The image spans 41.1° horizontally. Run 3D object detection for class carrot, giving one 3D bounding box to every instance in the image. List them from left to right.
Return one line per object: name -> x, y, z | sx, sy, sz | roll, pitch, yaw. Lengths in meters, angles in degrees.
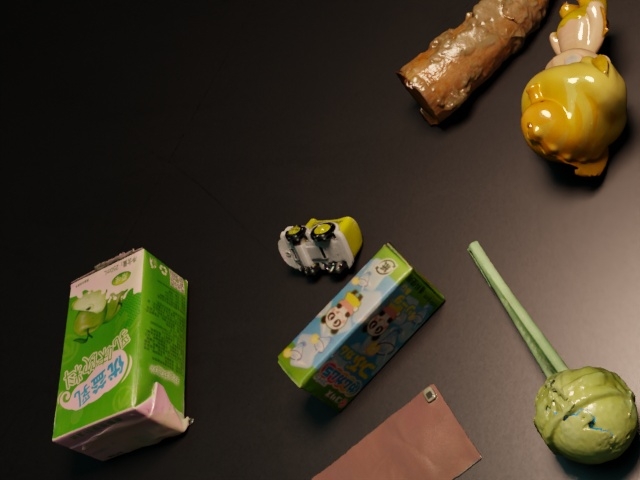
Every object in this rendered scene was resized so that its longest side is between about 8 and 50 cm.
carrot -> 0.225, -0.273, 1.168 | 0.263, 0.102, 0.102 | -40, 44, -2

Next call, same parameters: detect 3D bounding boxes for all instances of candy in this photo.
candy -> 0.050, 0.105, 1.020 | 0.194, 0.097, 0.062 | -47, 48, 1
candy -> 0.227, 0.099, 0.918 | 0.335, 0.092, 0.093 | -112, 35, -50

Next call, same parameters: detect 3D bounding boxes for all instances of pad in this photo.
pad -> 0.079, 0.256, 0.956 | 0.188, 0.006, 0.113 | -40, 45, 8

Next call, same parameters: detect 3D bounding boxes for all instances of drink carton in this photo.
drink carton -> -0.276, 0.159, 1.218 | 0.161, 0.108, 0.271 | -24, 50, 25

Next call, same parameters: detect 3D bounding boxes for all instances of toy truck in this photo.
toy truck -> 0.000, 0.000, 1.153 | 0.111, 0.076, 0.077 | -2, 36, 33

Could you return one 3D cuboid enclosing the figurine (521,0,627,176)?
figurine -> 0.305, -0.190, 1.019 | 0.156, 0.131, 0.246 | -37, 33, 62
